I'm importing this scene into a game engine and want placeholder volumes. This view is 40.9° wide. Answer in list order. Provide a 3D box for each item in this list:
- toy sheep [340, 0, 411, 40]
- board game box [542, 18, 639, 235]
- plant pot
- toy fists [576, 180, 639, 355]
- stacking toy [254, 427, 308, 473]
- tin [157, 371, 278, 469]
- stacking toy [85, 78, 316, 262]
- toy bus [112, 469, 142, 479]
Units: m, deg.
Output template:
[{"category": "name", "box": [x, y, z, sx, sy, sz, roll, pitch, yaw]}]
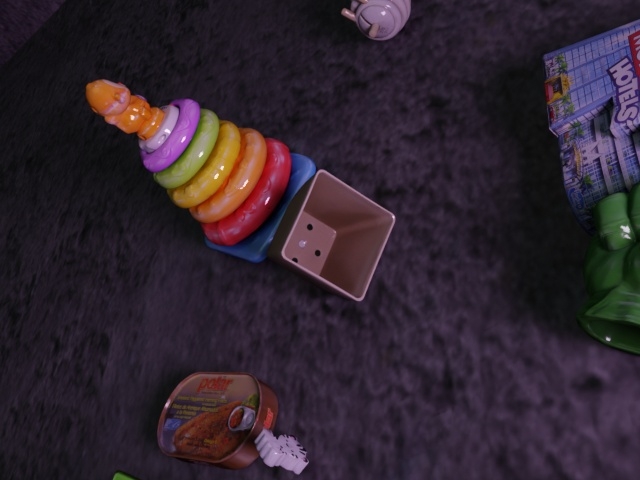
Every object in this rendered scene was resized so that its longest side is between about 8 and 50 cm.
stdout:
[{"category": "toy sheep", "box": [0.079, -0.315, 1.158, 0.091, 0.091, 0.132, -21, 39, 41]}, {"category": "board game box", "box": [0.296, -0.127, 0.741, 0.194, 0.060, 0.194, -28, 41, 36]}, {"category": "plant pot", "box": [0.000, 0.000, 0.968, 0.096, 0.109, 0.109, -14, 49, 61]}, {"category": "toy fists", "box": [0.301, 0.013, 0.578, 0.279, 0.096, 0.142, 5, 64, 55]}, {"category": "stacking toy", "box": [-0.050, 0.307, 0.797, 0.167, 0.052, 0.221, -54, 38, 15]}, {"category": "tin", "box": [-0.120, 0.205, 0.989, 0.189, 0.040, 0.106, -8, 59, 48]}, {"category": "stacking toy", "box": [-0.169, -0.114, 1.093, 0.175, 0.301, 0.166, 14, 72, 56]}, {"category": "toy bus", "box": [-0.142, 0.307, 0.772, 0.104, 0.202, 0.191, 144, 136, -77]}]
